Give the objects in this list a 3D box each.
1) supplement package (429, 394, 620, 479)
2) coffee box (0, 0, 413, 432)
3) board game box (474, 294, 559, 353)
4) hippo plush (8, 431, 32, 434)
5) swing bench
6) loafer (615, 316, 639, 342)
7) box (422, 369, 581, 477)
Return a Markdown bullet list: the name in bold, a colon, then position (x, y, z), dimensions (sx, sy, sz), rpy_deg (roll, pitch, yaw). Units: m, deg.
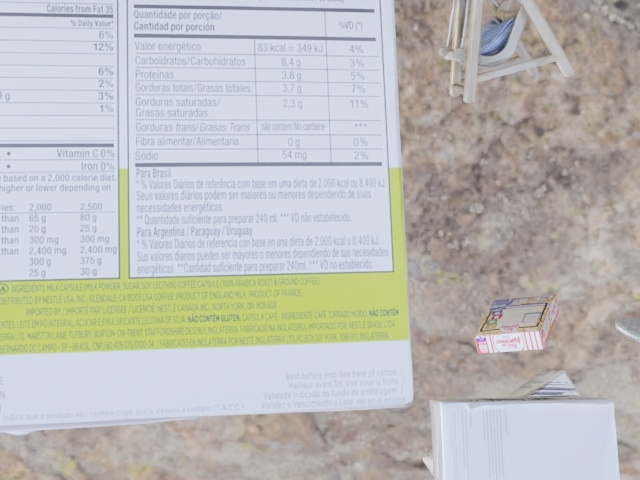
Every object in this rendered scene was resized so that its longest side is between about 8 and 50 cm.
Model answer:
- **supplement package**: position (0.244, 0.290, 1.034), dimensions (0.203, 0.194, 0.149), rpy_deg (-1, 171, 2)
- **coffee box**: position (-0.129, -0.030, 0.699), dimensions (0.338, 0.335, 0.337), rpy_deg (-2, 172, -8)
- **board game box**: position (0.437, 0.183, 1.870), dimensions (0.146, 0.193, 0.045), rpy_deg (-9, 107, 29)
- **hippo plush**: position (-0.525, 0.183, 1.348), dimensions (0.294, 0.237, 0.234), rpy_deg (9, 149, 5)
- **swing bench**: position (0.263, -0.363, 1.318), dimensions (0.165, 0.253, 0.255), rpy_deg (-14, 101, 6)
- **loafer**: position (0.629, 0.185, 1.620), dimensions (0.125, 0.045, 0.039), rpy_deg (16, 136, 26)
- **box**: position (0.318, 0.336, 1.445), dimensions (0.275, 0.094, 0.113), rpy_deg (-33, 176, -13)
